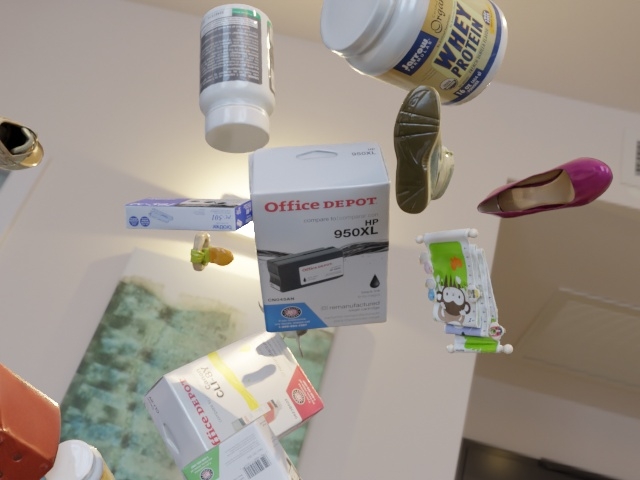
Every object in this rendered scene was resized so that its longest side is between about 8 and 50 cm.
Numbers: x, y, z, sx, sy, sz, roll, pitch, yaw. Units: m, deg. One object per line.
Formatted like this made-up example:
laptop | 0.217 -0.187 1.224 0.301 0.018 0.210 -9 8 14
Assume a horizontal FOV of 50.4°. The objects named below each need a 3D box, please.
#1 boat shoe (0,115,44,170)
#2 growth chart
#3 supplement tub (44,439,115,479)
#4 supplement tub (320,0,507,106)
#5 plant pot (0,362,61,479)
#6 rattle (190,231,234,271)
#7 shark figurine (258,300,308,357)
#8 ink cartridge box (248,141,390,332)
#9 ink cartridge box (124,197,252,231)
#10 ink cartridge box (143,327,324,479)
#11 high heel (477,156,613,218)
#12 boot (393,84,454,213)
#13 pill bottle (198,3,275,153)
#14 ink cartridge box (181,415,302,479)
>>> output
boat shoe | -0.709 -0.224 1.572 0.098 0.109 0.302 9 -7 4
growth chart | 0.246 0.091 1.205 0.021 0.237 0.172 -9 -8 -35
supplement tub | -0.620 0.614 1.749 0.144 0.144 0.199 11 -41 12
supplement tub | 0.180 -0.409 1.319 0.316 0.228 0.228 12 -22 -33
plant pot | -0.777 0.481 1.593 0.236 0.267 0.267 33 -17 52
rattle | -0.331 0.042 2.150 0.143 0.130 0.199 -9 -16 2
shark figurine | -0.070 0.236 1.971 0.278 0.116 0.166 -6 -75 65
ink cartridge box | 0.000 0.000 1.489 0.286 0.166 0.394 -5 -52 -2
ink cartridge box | -0.236 -0.048 1.231 0.207 0.046 0.097 2 12 13
ink cartridge box | -0.224 0.433 1.806 0.279 0.385 0.160 57 -46 14
high heel | 0.589 -0.122 1.806 0.181 0.127 0.377 -17 -5 -22
boot | 0.188 -0.163 1.189 0.077 0.165 0.213 9 -75 24
pill bottle | -0.226 -0.434 1.839 0.204 0.361 0.204 -2 -20 -1
ink cartridge box | -0.117 0.453 1.212 0.219 0.160 0.092 57 1 9
